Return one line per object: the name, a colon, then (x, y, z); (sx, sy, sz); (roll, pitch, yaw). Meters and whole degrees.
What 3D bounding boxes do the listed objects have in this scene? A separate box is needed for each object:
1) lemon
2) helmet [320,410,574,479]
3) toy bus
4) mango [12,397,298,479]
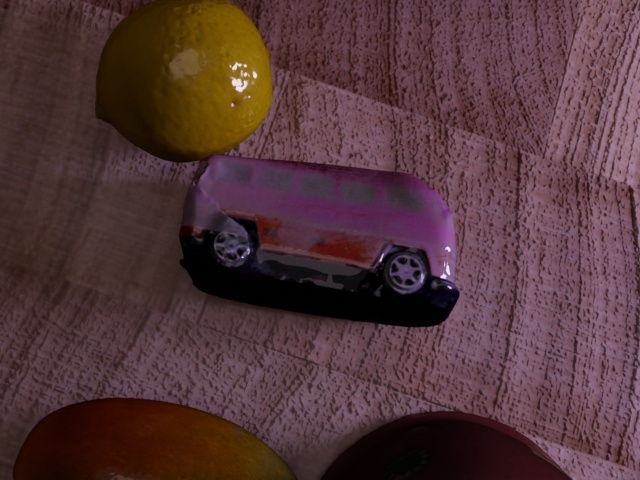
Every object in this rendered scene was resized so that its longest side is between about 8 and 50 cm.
lemon: (-0.149, -0.174, 0.738); (0.203, 0.178, 0.178); (-24, 80, -12)
helmet: (0.161, 0.345, 0.615); (0.337, 0.230, 0.385); (-38, 81, -13)
toy bus: (0.000, 0.000, 0.733); (0.302, 0.127, 0.147); (8, 73, -3)
mango: (-0.149, 0.233, 0.664); (0.289, 0.129, 0.146); (11, 38, -12)
